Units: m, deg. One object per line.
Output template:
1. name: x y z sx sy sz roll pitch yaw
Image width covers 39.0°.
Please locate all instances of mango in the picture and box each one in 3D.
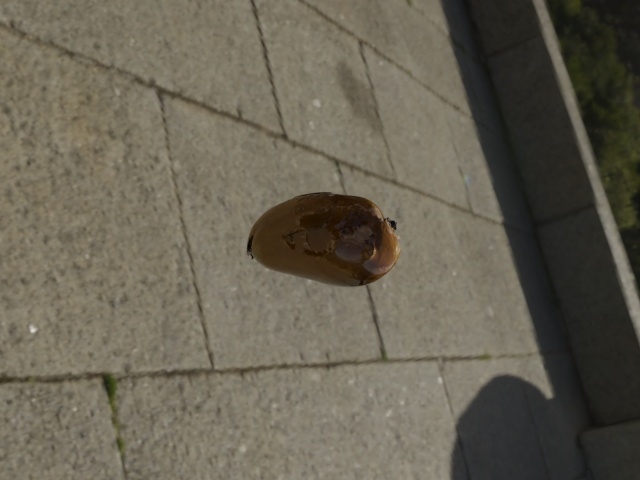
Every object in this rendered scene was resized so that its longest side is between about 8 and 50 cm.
1. mango: 0.000 0.000 0.720 0.063 0.127 0.077 -45 137 -70
